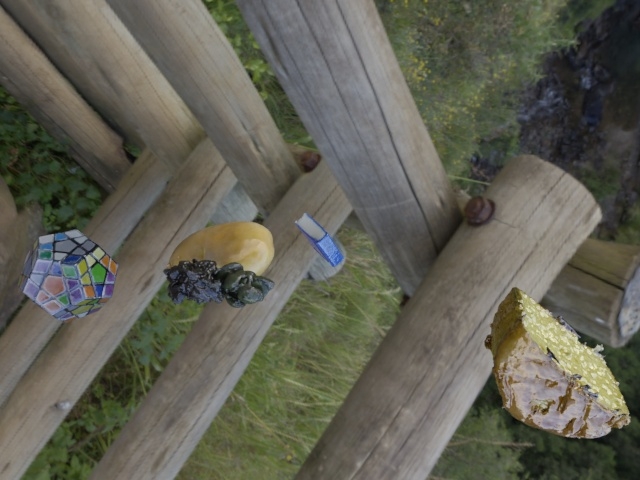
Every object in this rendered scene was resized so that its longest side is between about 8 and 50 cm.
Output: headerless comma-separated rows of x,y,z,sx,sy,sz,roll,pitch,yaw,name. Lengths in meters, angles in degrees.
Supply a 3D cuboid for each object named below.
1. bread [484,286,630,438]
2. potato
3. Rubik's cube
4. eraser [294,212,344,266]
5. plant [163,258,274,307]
0.362,0.215,0.847,0.260,0.160,0.147,35,122,-16,bread
-0.197,0.038,1.012,0.146,0.234,0.150,30,45,-46,potato
-0.299,0.043,0.616,0.111,0.111,0.093,-15,136,-34,Rubik's cube
0.000,0.000,0.829,0.027,0.063,0.084,-43,144,-6,eraser
-0.160,0.066,0.800,0.087,0.174,0.085,87,12,-47,plant
